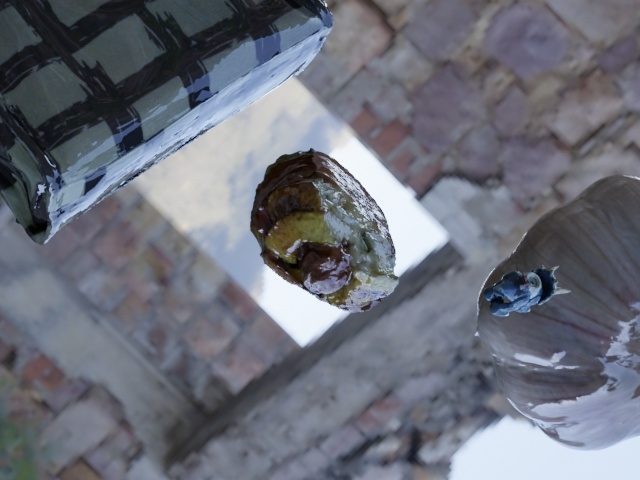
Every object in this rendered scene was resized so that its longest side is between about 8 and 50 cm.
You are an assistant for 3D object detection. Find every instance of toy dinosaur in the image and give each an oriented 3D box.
[{"bbox_3d":[0.172,0.041,1.266,0.083,0.030,0.047,-8,158,-37],"label":"toy dinosaur"}]

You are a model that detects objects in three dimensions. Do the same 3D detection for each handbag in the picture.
[{"bbox_3d":[-0.212,-0.211,1.307,0.325,0.327,0.162,-36,173,-29],"label":"handbag"}]

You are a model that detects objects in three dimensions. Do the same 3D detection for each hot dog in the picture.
[{"bbox_3d":[0.000,0.000,1.248,0.103,0.146,0.213,-41,-174,9],"label":"hot dog"}]

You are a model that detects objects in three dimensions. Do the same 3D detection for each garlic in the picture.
[{"bbox_3d":[0.326,0.079,1.636,0.322,0.322,0.241,-47,-167,-18],"label":"garlic"}]

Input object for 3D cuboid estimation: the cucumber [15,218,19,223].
[{"bbox_3d":[-0.329,-0.058,1.896,0.133,0.032,0.032,-35,-175,-4],"label":"cucumber"}]
